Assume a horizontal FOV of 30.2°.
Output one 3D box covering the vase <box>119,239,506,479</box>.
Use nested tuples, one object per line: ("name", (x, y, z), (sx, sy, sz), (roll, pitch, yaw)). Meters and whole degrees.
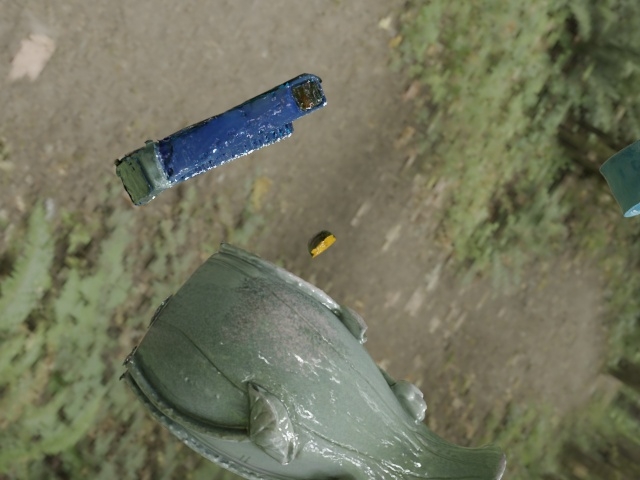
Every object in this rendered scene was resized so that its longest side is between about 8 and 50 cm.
("vase", (0.001, 0.206, 1.418), (0.250, 0.445, 0.250), (-54, 177, -5))

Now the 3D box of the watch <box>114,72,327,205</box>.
("watch", (-0.141, -0.131, 1.586), (0.274, 0.068, 0.276), (-29, -178, -10))

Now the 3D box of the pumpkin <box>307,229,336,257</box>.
("pumpkin", (-0.001, 0.000, 1.919), (0.050, 0.028, 0.083), (-37, 174, -7))

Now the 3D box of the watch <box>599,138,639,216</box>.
("watch", (0.541, -0.121, 1.838), (0.193, 0.211, 0.211), (-22, 156, -11))
